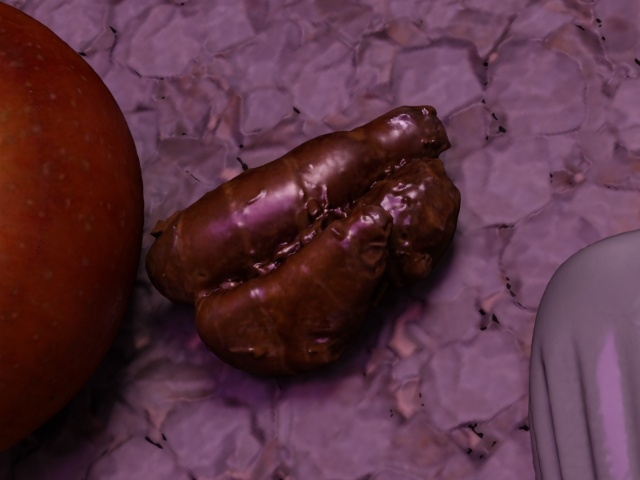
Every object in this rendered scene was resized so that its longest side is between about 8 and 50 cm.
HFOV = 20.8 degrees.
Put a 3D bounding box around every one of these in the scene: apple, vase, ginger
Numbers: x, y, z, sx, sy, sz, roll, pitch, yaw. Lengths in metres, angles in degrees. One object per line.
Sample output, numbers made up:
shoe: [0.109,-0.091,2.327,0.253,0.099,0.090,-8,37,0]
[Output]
apple: [-0.184,0.002,0.841,0.210,0.173,0.235,26,84,25]
vase: [0.147,0.122,0.679,0.128,0.128,0.248,-7,70,17]
ginger: [0.000,0.000,0.824,0.162,0.073,0.103,-32,58,1]
